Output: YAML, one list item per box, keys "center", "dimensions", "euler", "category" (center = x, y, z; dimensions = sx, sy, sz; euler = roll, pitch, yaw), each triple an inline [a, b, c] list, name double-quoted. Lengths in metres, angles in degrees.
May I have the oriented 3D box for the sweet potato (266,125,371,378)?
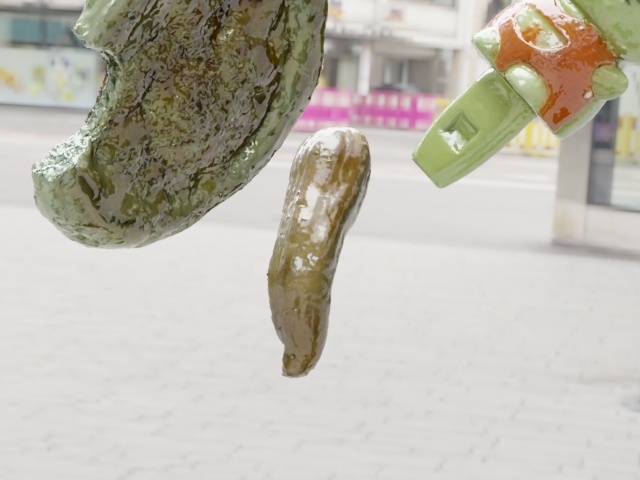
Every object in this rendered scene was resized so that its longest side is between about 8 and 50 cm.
- center: [-0.003, -0.001, 1.169]
  dimensions: [0.062, 0.233, 0.081]
  euler: [-1, -28, 27]
  category: "sweet potato"

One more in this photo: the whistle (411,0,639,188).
- center: [0.188, -0.152, 1.117]
  dimensions: [0.131, 0.288, 0.106]
  euler: [53, 9, 27]
  category: "whistle"

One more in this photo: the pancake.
- center: [-0.080, -0.100, 0.893]
  dimensions: [0.037, 0.254, 0.253]
  euler: [34, 21, 28]
  category: "pancake"
